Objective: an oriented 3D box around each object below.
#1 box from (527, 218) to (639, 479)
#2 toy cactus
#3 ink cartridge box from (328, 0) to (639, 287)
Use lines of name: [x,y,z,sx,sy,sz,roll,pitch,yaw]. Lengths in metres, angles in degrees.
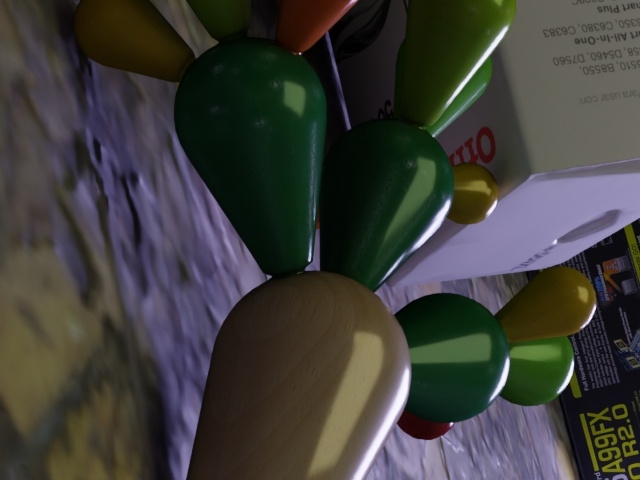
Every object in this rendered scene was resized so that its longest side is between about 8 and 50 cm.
box: [0.264,0.048,0.952,0.060,0.216,0.270,20,54,-69]
toy cactus: [0.000,0.000,0.365,0.219,0.112,0.180,62,38,-42]
ink cartridge box: [0.063,-0.098,0.540,0.148,0.086,0.203,133,-53,-66]
